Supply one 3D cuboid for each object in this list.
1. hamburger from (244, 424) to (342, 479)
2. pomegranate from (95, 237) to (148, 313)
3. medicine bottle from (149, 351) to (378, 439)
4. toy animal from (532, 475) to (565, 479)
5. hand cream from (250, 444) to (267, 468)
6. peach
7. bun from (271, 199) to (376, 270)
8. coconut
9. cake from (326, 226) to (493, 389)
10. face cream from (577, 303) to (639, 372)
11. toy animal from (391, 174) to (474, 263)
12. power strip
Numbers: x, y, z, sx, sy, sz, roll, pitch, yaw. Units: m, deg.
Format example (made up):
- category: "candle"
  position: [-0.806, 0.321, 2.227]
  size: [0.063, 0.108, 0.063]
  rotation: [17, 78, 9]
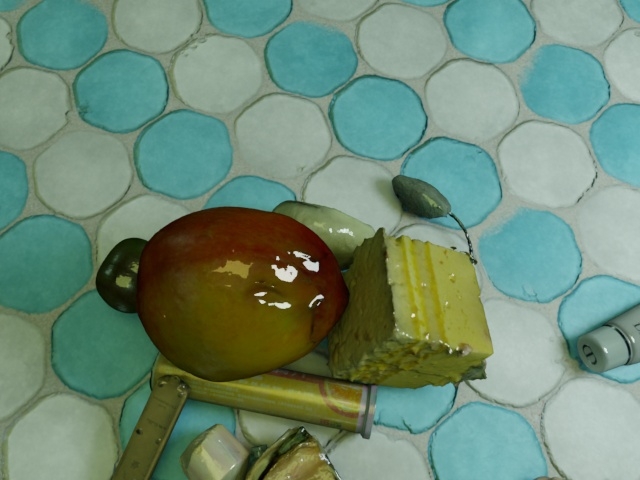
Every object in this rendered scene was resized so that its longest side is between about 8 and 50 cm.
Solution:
- category: "hamburger"
  position: [-0.072, 0.445, 1.032]
  size: [0.207, 0.135, 0.155]
  rotation: [-32, 74, -19]
- category: "pomegranate"
  position: [-0.350, 0.087, 1.176]
  size: [0.191, 0.131, 0.152]
  rotation: [34, 64, -16]
- category: "medicine bottle"
  position: [-0.107, 0.287, 1.116]
  size: [0.425, 0.108, 0.108]
  rotation: [10, 72, 3]
- category: "toy animal"
  position: [0.437, 0.494, 1.070]
  size: [0.150, 0.089, 0.083]
  rotation: [44, 73, 3]
- category: "hand cream"
  position: [-0.100, 0.472, 1.089]
  size: [0.064, 0.043, 0.171]
  rotation: [-11, 75, -5]
- category: "peach"
  position: [-0.137, 0.092, 1.013]
  size: [0.372, 0.373, 0.290]
  rotation: [18, 48, 5]
- category: "bun"
  position: [0.000, 0.000, 1.172]
  size: [0.222, 0.222, 0.128]
  rotation: [14, 88, 4]
- category: "coconut"
  position: [-0.188, 0.415, 1.070]
  size: [0.116, 0.116, 0.122]
  rotation: [-41, 73, -13]
- category: "cake"
  position: [0.180, 0.142, 1.077]
  size: [0.285, 0.222, 0.228]
  rotation: [15, 55, -25]
- category: "face cream"
  position: [0.670, 0.182, 1.185]
  size: [0.314, 0.089, 0.143]
  rotation: [-16, 73, -17]
- category: "toy animal"
  position: [0.253, -0.054, 1.248]
  size: [0.070, 0.079, 0.253]
  rotation: [-41, 78, -19]
- category: "power strip"
  position: [-0.322, 0.381, 1.073]
  size: [0.064, 0.044, 0.306]
  rotation: [25, 93, 3]
